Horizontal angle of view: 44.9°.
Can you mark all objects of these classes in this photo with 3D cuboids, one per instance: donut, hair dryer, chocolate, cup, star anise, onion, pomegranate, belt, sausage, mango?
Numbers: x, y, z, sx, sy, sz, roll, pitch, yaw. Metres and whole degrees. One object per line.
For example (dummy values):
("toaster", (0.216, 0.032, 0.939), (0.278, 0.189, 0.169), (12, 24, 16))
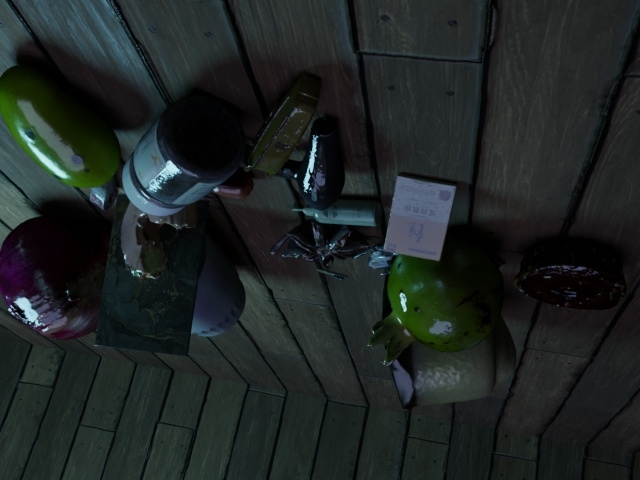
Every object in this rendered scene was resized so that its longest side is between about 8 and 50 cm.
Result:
("donut", (0.534, 0.075, 1.652), (0.235, 0.089, 0.235), (10, 157, 4))
("hair dryer", (-0.084, -0.163, 1.454), (0.272, 0.091, 0.235), (14, 148, 7))
("chocolate", (0.317, 0.236, 1.907), (0.297, 0.314, 0.326), (-14, 117, 13))
("cup", (-0.348, 0.105, 1.986), (0.254, 0.253, 0.371), (5, 158, 18))
("star anise", (-0.001, 0.000, 1.765), (0.232, 0.089, 0.209), (7, 149, 1))
("onion", (-0.649, 0.069, 2.066), (0.385, 0.347, 0.347), (-31, 148, 2))
("pomegranate", (0.245, 0.137, 1.667), (0.260, 0.341, 0.260), (45, 178, 2))
("belt", (-0.493, -0.134, 1.740), (0.053, 0.071, 0.232), (29, 155, 1))
("sausage", (-0.187, -0.119, 1.626), (0.094, 0.059, 0.054), (10, 163, 1))
("mango", (-0.503, -0.214, 1.481), (0.175, 0.142, 0.293), (-3, 143, 29))
("donut", (-0.367, -0.037, 1.749), (0.085, 0.199, 0.233), (13, 127, -45))

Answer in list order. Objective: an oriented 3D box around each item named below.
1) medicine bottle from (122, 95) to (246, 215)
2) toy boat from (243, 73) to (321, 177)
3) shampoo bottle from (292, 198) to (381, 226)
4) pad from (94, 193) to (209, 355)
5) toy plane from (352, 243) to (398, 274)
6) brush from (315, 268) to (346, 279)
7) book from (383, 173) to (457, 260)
("medicine bottle", (-0.265, -0.152, 1.459), (0.165, 0.165, 0.273), (24, 156, -24))
("toy boat", (-0.065, -0.195, 1.325), (0.068, 0.088, 0.226), (17, 134, -21))
("shampoo bottle", (0.030, -0.062, 1.647), (0.195, 0.056, 0.056), (3, 155, 21))
("pad", (-0.397, 0.076, 1.811), (0.248, 0.367, 0.007), (4, 171, 17))
("toy plane", (0.160, 0.036, 1.814), (0.078, 0.053, 0.197), (34, 155, -23))
("brush", (0.028, 0.091, 2.062), (0.084, 0.013, 0.016), (17, 159, -5))
("book", (0.195, -0.044, 1.526), (0.118, 0.012, 0.172), (11, 119, 6))
